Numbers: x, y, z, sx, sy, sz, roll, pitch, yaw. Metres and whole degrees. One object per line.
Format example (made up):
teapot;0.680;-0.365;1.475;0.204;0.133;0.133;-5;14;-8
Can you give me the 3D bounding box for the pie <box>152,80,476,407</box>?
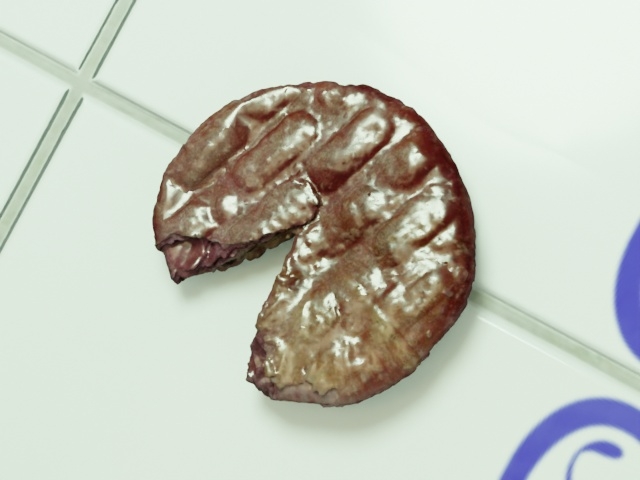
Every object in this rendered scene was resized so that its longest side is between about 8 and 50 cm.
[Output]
pie;0.000;0.000;1.273;0.204;0.054;0.218;-27;76;10
